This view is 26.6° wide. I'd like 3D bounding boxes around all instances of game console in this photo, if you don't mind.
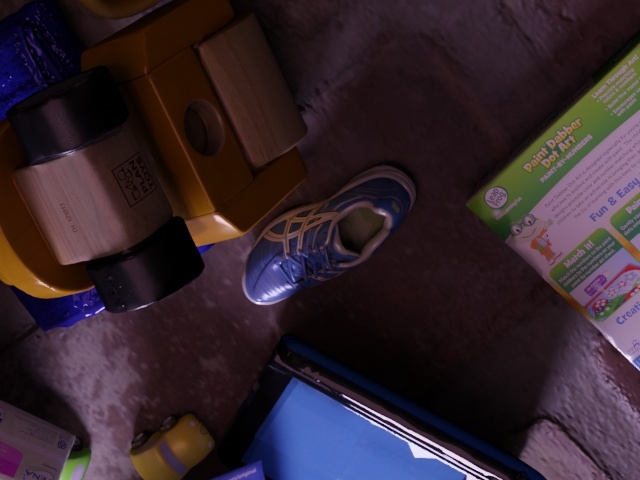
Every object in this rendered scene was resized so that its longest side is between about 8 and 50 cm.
[{"bbox_3d":[0.052,0.237,1.392,0.293,0.250,0.173,28,88,-3],"label":"game console"}]

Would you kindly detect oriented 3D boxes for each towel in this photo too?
[{"bbox_3d":[-0.279,-0.065,1.368,0.228,0.076,0.308,-28,105,18],"label":"towel"}]

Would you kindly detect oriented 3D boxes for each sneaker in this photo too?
[{"bbox_3d":[0.000,0.000,1.343,0.211,0.081,0.080,-37,104,23],"label":"sneaker"}]

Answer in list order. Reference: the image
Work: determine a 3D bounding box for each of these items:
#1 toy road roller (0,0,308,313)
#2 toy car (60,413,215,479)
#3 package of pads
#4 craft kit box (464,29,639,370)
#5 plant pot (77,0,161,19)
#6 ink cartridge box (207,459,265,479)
[{"bbox_3d":[-0.191,-0.076,1.244,0.241,0.329,0.202,-11,111,38],"label":"toy road roller"},{"bbox_3d":[-0.253,0.272,1.517,0.225,0.053,0.239,21,114,0],"label":"toy car"},{"bbox_3d":[-0.424,0.256,1.447,0.229,0.101,0.296,26,136,-14],"label":"package of pads"},{"bbox_3d":[0.310,-0.038,1.283,0.247,0.061,0.250,43,113,-9],"label":"craft kit box"},{"bbox_3d":[-0.199,-0.359,1.151,0.239,0.254,0.254,39,114,9],"label":"plant pot"},{"bbox_3d":[-0.134,0.385,1.480,0.186,0.065,0.311,-18,121,-21],"label":"ink cartridge box"}]
